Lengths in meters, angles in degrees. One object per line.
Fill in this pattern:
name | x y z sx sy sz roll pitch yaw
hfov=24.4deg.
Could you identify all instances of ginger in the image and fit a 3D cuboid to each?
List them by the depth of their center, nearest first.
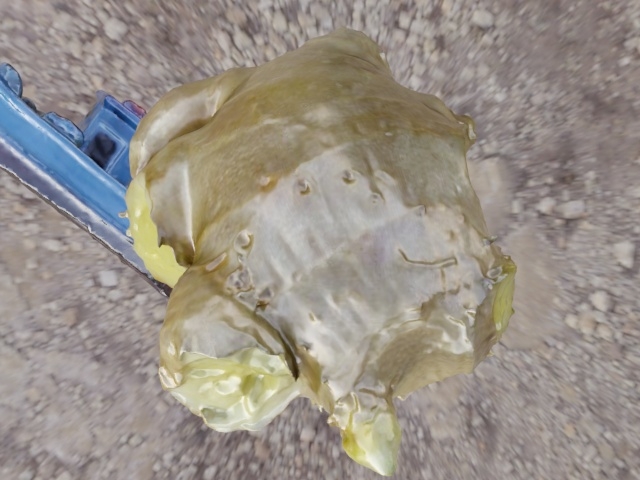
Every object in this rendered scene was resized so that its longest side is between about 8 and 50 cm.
ginger | 0.000 0.000 0.595 0.157 0.102 0.216 -13 50 -5

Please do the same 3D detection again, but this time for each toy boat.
toy boat | -0.145 -0.048 1.031 0.223 0.100 0.097 39 86 -21
